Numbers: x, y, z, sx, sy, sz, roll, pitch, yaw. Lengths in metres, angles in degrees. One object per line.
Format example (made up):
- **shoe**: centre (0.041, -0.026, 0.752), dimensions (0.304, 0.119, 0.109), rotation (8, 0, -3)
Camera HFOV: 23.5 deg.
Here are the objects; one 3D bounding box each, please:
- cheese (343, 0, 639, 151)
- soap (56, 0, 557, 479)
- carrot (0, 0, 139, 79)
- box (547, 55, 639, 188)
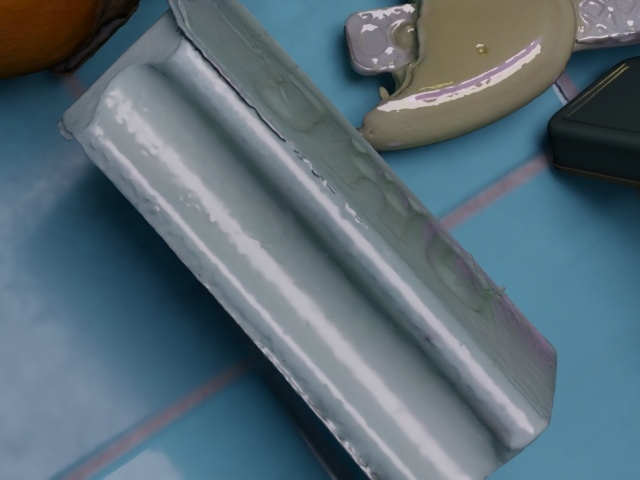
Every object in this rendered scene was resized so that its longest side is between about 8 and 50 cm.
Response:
- **cheese**: centre (0.123, -0.120, 0.857), dimensions (0.235, 0.050, 0.127), rotation (-8, 68, -7)
- **soap**: centre (0.000, 0.000, 0.734), dimensions (0.094, 0.150, 0.261), rotation (-41, 90, 9)
- **carrot**: centre (-0.181, -0.170, 0.712), dimensions (0.331, 0.214, 0.193), rotation (3, 90, -15)
- **box**: centre (0.190, -0.065, 0.840), dimensions (0.091, 0.126, 0.031), rotation (-37, 121, -23)
